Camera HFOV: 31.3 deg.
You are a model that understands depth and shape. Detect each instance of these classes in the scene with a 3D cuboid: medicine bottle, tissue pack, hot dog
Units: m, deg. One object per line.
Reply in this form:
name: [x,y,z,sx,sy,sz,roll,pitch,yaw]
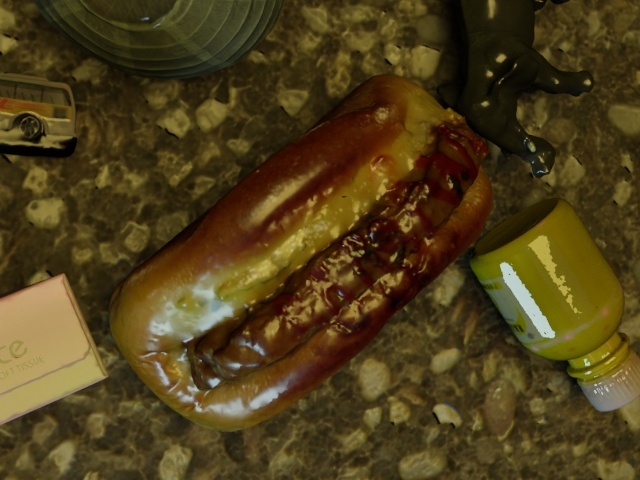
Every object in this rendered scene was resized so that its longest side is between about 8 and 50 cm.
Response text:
medicine bottle: [0.256,0.073,1.180,0.121,0.122,0.213,-36,98,-15]
tissue pack: [-0.270,0.096,0.959,0.148,0.246,0.093,-23,92,-17]
hot dog: [0.001,0.001,1.058,0.405,0.223,0.185,-41,96,-15]

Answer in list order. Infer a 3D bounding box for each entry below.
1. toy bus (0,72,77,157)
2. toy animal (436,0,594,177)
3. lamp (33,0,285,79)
toy bus: [-0.311,-0.119,1.055,0.171,0.057,0.072,4,77,-16]
toy animal: [0.192,-0.186,1.173,0.146,0.114,0.245,5,65,-39]
lamp: [-0.154,-0.270,1.027,0.265,0.233,0.233,17,83,-7]
